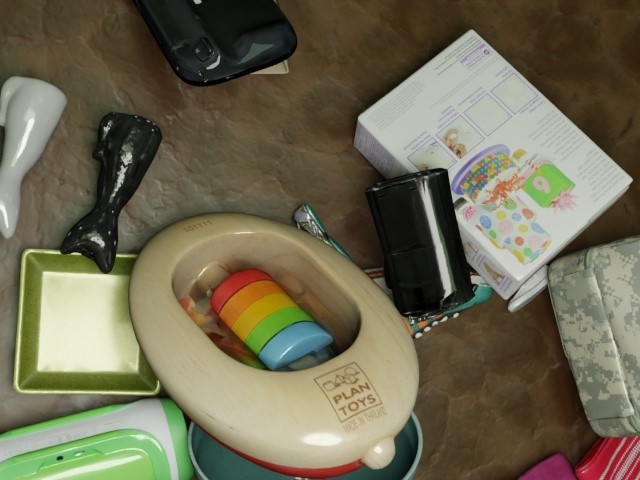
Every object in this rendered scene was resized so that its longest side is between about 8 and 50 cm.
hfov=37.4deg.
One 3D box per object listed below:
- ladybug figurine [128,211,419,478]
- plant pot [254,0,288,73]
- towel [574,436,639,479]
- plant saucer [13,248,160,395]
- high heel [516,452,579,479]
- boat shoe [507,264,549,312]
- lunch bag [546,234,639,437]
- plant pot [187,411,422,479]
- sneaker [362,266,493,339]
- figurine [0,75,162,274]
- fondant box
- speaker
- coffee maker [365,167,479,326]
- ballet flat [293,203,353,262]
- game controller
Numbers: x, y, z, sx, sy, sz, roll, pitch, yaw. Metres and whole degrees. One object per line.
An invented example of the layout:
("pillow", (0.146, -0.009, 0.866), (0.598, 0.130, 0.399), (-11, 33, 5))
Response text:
("ladybug figurine", (-0.062, 0.134, 1.163), (0.305, 0.449, 0.162), (-19, 134, -27))
("plant pot", (-0.101, -0.304, 1.329), (0.109, 0.109, 0.096), (2, 66, 10))
("towel", (0.507, 0.406, 1.458), (0.199, 0.031, 0.275), (-35, 96, -38))
("plant saucer", (-0.307, 0.111, 1.265), (0.188, 0.045, 0.188), (4, 83, -17))
("high heel", (0.207, 0.405, 1.385), (0.377, 0.127, 0.181), (4, 55, -13))
("boat shoe", (0.323, 0.072, 1.471), (0.100, 0.035, 0.035), (-38, 69, -13))
("lunch bag", (0.510, 0.130, 1.373), (0.212, 0.256, 0.305), (-4, 77, -32))
("plant pot", (-0.021, 0.324, 1.227), (0.293, 0.293, 0.196), (-8, 120, -18))
("sneaker", (0.113, 0.103, 1.372), (0.302, 0.108, 0.121), (-5, 99, -18))
("figurine", (-0.339, -0.083, 1.234), (0.215, 0.092, 0.209), (20, 69, -14))
("fondant box", (0.244, -0.115, 1.376), (0.238, 0.096, 0.330), (-39, 75, -17))
("speaker", (-0.318, 0.289, 1.202), (0.296, 0.131, 0.131), (-12, 88, -18))
("coffee maker", (0.135, 0.000, 1.227), (0.120, 0.171, 0.178), (-16, 95, 0))
("ballet flat", (0.000, 0.000, 1.378), (0.041, 0.041, 0.114), (-41, 97, -16))
("game controller", (-0.157, -0.323, 1.264), (0.166, 0.067, 0.319), (-16, 52, -21))
